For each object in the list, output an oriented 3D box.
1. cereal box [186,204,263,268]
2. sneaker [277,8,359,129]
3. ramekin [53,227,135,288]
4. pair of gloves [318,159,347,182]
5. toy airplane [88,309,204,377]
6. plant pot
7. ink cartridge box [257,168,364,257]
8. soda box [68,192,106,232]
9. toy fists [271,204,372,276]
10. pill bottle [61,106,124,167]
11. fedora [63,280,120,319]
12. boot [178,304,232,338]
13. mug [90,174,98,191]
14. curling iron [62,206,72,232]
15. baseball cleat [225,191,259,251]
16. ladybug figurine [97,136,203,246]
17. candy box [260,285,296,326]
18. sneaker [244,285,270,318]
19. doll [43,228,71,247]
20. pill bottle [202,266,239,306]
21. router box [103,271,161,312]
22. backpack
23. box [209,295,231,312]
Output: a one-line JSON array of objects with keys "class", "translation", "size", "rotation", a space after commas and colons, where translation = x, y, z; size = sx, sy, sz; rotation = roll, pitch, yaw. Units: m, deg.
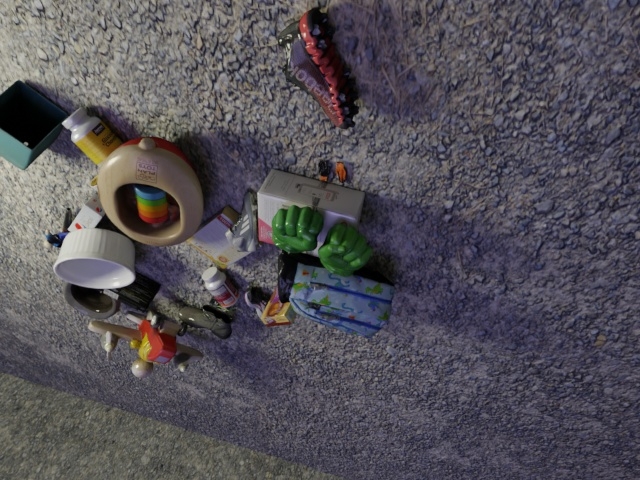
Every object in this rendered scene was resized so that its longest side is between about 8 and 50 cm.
[{"class": "cereal box", "translation": [-0.320, -0.005, 1.730], "size": [0.173, 0.047, 0.240], "rotation": [42, 135, -22]}, {"class": "sneaker", "translation": [-0.007, -0.370, 1.160], "size": [0.135, 0.097, 0.276], "rotation": [-7, 129, 29]}, {"class": "ramekin", "translation": [-0.824, 0.066, 1.904], "size": [0.278, 0.135, 0.277], "rotation": [-3, 152, -1]}, {"class": "pair of gloves", "translation": [0.033, -0.189, 1.403], "size": [0.084, 0.010, 0.074], "rotation": [10, 139, 18]}, {"class": "toy airplane", "translation": [-0.722, 0.435, 2.156], "size": [0.387, 0.272, 0.384], "rotation": [16, 169, 11]}, {"class": "plant pot", "translation": [-0.910, -0.326, 1.571], "size": [0.166, 0.165, 0.234], "rotation": [37, 145, -16]}, {"class": "ink cartridge box", "translation": [-0.029, -0.065, 1.481], "size": [0.283, 0.117, 0.207], "rotation": [15, 139, 8]}, {"class": "soda box", "translation": [-0.836, -0.083, 1.862], "size": [0.074, 0.069, 0.216], "rotation": [39, 136, -18]}, {"class": "toy fists", "translation": [0.000, 0.000, 1.375], "size": [0.279, 0.096, 0.142], "rotation": [26, 138, -2]}, {"class": "pill bottle", "translation": [-0.666, -0.299, 1.526], "size": [0.103, 0.103, 0.184], "rotation": [-16, 127, 36]}, {"class": "fedora", "translation": [-0.941, 0.201, 2.172], "size": [0.244, 0.124, 0.275], "rotation": [29, 133, -10]}, {"class": "boot", "translation": [-0.463, 0.300, 2.080], "size": [0.247, 0.083, 0.161], "rotation": [21, 144, 8]}, {"class": "mug", "translation": [-0.723, -0.186, 1.721], "size": [0.062, 0.078, 0.064], "rotation": [-31, 132, 7]}, {"class": "curling iron", "translation": [-0.963, -0.046, 1.984], "size": [0.068, 0.035, 0.274], "rotation": [23, 140, -6]}, {"class": "baseball cleat", "translation": [-0.244, -0.050, 1.588], "size": [0.110, 0.072, 0.205], "rotation": [-3, 116, -2]}, {"class": "ladybug figurine", "translation": [-0.495, -0.152, 1.540], "size": [0.306, 0.161, 0.449], "rotation": [12, 144, -10]}, {"class": "candy box", "translation": [-0.117, 0.206, 1.759], "size": [0.109, 0.186, 0.053], "rotation": [-12, 127, 34]}, {"class": "sneaker", "translation": [-0.217, 0.228, 1.933], "size": [0.077, 0.071, 0.178], "rotation": [-13, 137, 19]}, {"class": "doll", "translation": [-0.999, -0.005, 1.978], "size": [0.189, 0.046, 0.129], "rotation": [-11, 145, 30]}, {"class": "pill bottle", "translation": [-0.373, 0.171, 1.915], "size": [0.086, 0.086, 0.152], "rotation": [-7, 131, 30]}, {"class": "router box", "translation": [-0.757, 0.195, 2.075], "size": [0.179, 0.133, 0.046], "rotation": [30, 137, -8]}, {"class": "backpack", "translation": [0.049, 0.161, 1.590], "size": [0.356, 0.273, 0.290], "rotation": [1, 173, -2]}, {"class": "box", "translation": [-0.382, 0.234, 2.012], "size": [0.083, 0.052, 0.062], "rotation": [29, 140, -6]}]
